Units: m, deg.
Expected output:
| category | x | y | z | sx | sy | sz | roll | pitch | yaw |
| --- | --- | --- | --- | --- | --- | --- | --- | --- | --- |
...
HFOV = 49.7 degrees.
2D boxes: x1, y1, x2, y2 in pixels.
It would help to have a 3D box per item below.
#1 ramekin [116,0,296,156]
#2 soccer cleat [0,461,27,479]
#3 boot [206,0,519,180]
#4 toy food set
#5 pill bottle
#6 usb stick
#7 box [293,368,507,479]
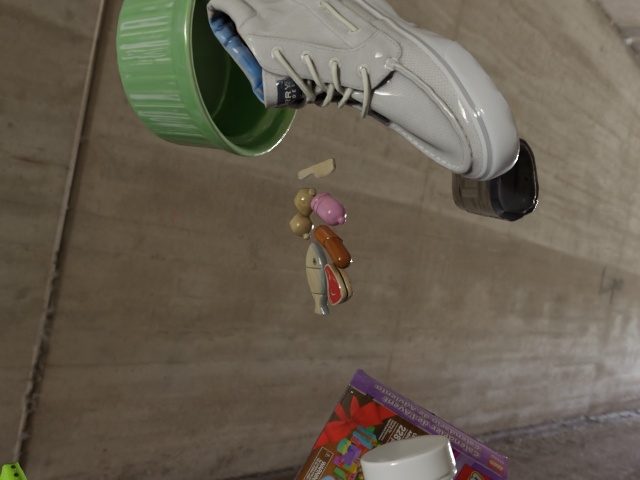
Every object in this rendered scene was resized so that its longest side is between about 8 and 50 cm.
| category | x | y | z | sx | sy | sz | roll | pitch | yaw |
| --- | --- | --- | --- | --- | --- | --- | --- | --- | --- |
| ramekin | -0.162 | -0.279 | 1.042 | 0.148 | 0.303 | 0.303 | 5 | -2 | 28 |
| soccer cleat | -0.461 | 0.381 | 0.995 | 0.060 | 0.179 | 0.072 | 2 | 50 | -47 |
| boot | 0.017 | -0.115 | 0.509 | 0.123 | 0.095 | 0.258 | -28 | 55 | -18 |
| toy food set | 0.000 | 0.000 | 0.553 | 0.019 | 0.122 | 0.078 | -10 | -2 | -31 |
| pill bottle | 0.098 | 0.279 | 0.620 | 0.112 | 0.186 | 0.112 | -14 | -5 | -1 |
| usb stick | 0.174 | -0.063 | 0.721 | 0.045 | 0.077 | 0.278 | -1 | 4 | 4 |
| box | 0.060 | 0.326 | 0.820 | 0.201 | 0.293 | 0.057 | 29 | 16 | 8 |
